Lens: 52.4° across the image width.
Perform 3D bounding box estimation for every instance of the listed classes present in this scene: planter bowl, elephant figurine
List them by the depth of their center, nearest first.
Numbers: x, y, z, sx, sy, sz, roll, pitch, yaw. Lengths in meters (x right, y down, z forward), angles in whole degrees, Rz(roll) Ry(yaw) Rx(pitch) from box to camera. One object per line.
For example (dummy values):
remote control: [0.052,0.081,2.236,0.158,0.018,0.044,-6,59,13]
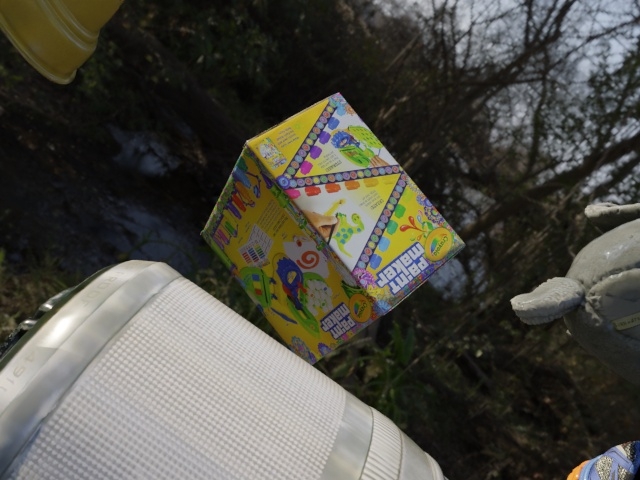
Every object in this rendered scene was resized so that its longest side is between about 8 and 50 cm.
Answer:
planter bowl: [-0.215,-0.247,0.530,0.217,0.090,0.217,-20,90,-89]
elephant figurine: [0.284,0.042,0.544,0.186,0.169,0.239,46,15,6]

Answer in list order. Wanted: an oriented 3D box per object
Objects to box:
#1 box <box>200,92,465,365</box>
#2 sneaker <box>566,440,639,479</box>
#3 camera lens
box: [0.000,0.000,0.959,0.177,0.290,0.279,-35,83,-32]
sneaker: [0.256,0.242,0.463,0.083,0.087,0.221,2,39,-21]
camera lens: [-0.074,0.161,0.387,0.274,0.219,0.219,35,16,-1]
